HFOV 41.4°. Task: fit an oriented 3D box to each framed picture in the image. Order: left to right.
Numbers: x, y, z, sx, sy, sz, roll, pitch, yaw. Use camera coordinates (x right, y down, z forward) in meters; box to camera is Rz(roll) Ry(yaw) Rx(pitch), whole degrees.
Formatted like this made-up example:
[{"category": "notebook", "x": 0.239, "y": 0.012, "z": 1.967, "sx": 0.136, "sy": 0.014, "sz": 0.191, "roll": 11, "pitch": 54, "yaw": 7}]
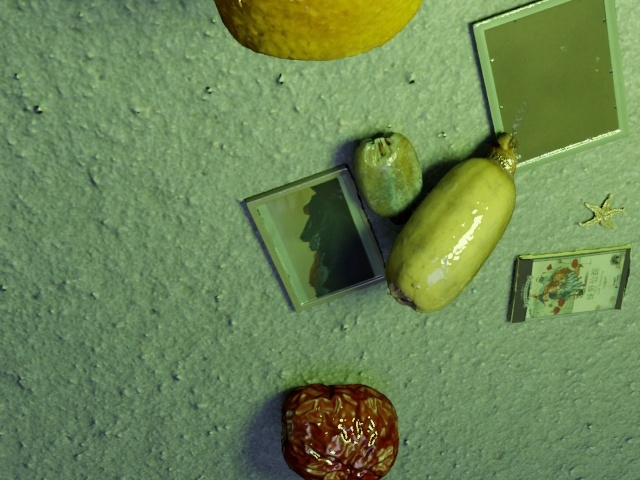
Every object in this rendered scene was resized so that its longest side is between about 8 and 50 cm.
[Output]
[{"category": "framed picture", "x": 0.000, "y": 0.000, "z": 1.530, "sx": 0.192, "sy": 0.018, "sz": 0.265, "roll": -21, "pitch": 123, "yaw": 4}, {"category": "framed picture", "x": 0.389, "y": -0.266, "z": 1.412, "sx": 0.232, "sy": 0.019, "sz": 0.296, "roll": -18, "pitch": 123, "yaw": 3}]

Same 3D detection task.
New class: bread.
[{"category": "bread", "x": -0.014, "y": -0.391, "z": 1.087, "sx": 0.337, "sy": 0.358, "sz": 0.204, "roll": -2, "pitch": 138, "yaw": -8}]

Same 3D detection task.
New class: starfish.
[{"category": "starfish", "x": 0.526, "y": -0.044, "z": 1.580, "sx": 0.092, "sy": 0.016, "sz": 0.086, "roll": -26, "pitch": 122, "yaw": 2}]

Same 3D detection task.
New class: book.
[{"category": "book", "x": 0.488, "y": 0.087, "z": 1.655, "sx": 0.231, "sy": 0.026, "sz": 0.157, "roll": -6, "pitch": 124, "yaw": -5}]

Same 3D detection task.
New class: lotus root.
[{"category": "lotus root", "x": 0.119, "y": -0.100, "z": 1.440, "sx": 0.113, "sy": 0.088, "sz": 0.192, "roll": -22, "pitch": 131, "yaw": -2}, {"category": "lotus root", "x": 0.237, "y": -0.029, "z": 1.430, "sx": 0.151, "sy": 0.169, "sz": 0.342, "roll": 38, "pitch": 87, "yaw": 3}]

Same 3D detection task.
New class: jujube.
[{"category": "jujube", "x": 0.040, "y": 0.384, "z": 1.685, "sx": 0.232, "sy": 0.213, "sz": 0.212, "roll": 3, "pitch": 123, "yaw": -12}]
